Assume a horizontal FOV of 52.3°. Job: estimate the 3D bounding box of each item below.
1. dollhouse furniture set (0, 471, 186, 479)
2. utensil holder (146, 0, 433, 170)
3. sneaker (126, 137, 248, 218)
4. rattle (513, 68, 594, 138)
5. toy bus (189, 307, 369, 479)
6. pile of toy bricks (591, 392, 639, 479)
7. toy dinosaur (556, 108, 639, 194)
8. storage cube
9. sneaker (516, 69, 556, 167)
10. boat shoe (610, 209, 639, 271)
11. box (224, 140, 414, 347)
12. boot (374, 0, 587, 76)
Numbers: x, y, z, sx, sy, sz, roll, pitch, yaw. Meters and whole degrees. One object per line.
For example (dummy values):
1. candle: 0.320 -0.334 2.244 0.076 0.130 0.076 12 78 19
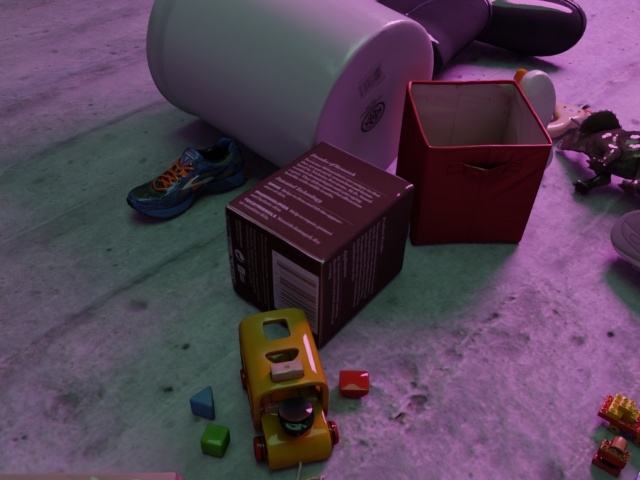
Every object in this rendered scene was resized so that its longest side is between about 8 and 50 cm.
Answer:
1. dollhouse furniture set: -0.183 0.396 0.488 0.362 0.256 0.394 0 64 -1
2. utensil holder: -0.049 -0.294 1.121 0.385 0.328 0.327 35 52 27
3. sneaker: -0.222 -0.111 1.079 0.221 0.087 0.083 -31 51 -31
4. rattle: 0.460 -0.278 1.255 0.199 0.143 0.130 -5 28 0
5. toy bus: -0.039 0.175 0.763 0.202 0.104 0.191 22 46 21
6. pile of toy bricks: 0.415 0.235 0.713 0.212 0.105 0.118 27 48 25
7. toy dinosaur: 0.539 -0.131 1.104 0.313 0.121 0.160 29 66 31
8. storage cube: 0.227 -0.122 1.031 0.183 0.193 0.215 -2 44 -4
9. sneaker: 0.344 -0.207 1.121 0.080 0.212 0.094 -32 49 -12
10. boat shoe: 0.577 0.054 0.936 0.320 0.103 0.118 24 66 29
11. box: 0.000 0.000 0.907 0.167 0.168 0.203 29 49 27
12. boot: 0.315 -0.436 1.348 0.367 0.146 0.445 21 33 25
